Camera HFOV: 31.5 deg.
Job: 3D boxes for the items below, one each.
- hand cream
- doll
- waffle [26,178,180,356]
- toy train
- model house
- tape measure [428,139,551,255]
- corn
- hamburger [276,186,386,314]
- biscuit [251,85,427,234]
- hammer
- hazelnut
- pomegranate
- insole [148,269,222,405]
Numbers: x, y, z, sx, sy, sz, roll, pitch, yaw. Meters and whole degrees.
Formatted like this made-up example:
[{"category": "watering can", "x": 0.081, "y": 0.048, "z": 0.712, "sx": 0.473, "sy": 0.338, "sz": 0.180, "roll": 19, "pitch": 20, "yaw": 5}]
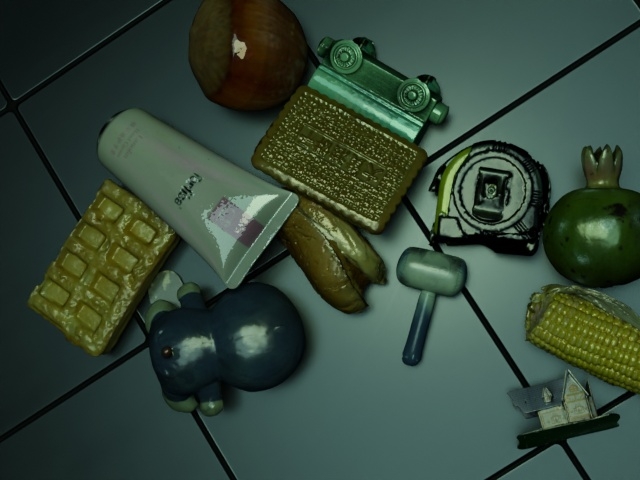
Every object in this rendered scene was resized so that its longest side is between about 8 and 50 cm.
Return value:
[{"category": "hand cream", "x": -0.219, "y": -0.089, "z": 1.885, "sx": 0.359, "sy": 0.118, "sz": 0.185, "roll": 36, "pitch": 88, "yaw": 23}, {"category": "doll", "x": -0.156, "y": 0.167, "z": 1.875, "sx": 0.258, "sy": 0.154, "sz": 0.228, "roll": -12, "pitch": 77, "yaw": -4}, {"category": "waffle", "x": -0.370, "y": 0.049, "z": 1.957, "sx": 0.168, "sy": 0.057, "sz": 0.274, "roll": 32, "pitch": 91, "yaw": 15}, {"category": "toy train", "x": 0.086, "y": -0.238, "z": 1.900, "sx": 0.248, "sy": 0.101, "sz": 0.159, "roll": 33, "pitch": 107, "yaw": 11}, {"category": "model house", "x": 0.381, "y": 0.265, "z": 1.802, "sx": 0.167, "sy": 0.117, "sz": 0.088, "roll": -16, "pitch": 66, "yaw": 9}, {"category": "tape measure", "x": 0.273, "y": -0.072, "z": 1.841, "sx": 0.199, "sy": 0.112, "sz": 0.186, "roll": 6, "pitch": 84, "yaw": 9}, {"category": "corn", "x": 0.466, "y": 0.164, "z": 1.780, "sx": 0.305, "sy": 0.123, "sz": 0.122, "roll": 24, "pitch": 86, "yaw": 9}, {"category": "hamburger", "x": 0.000, "y": 0.000, "z": 1.870, "sx": 0.124, "sy": 0.131, "sz": 0.262, "roll": -40, "pitch": 75, "yaw": 4}, {"category": "biscuit", "x": 0.029, "y": -0.136, "z": 1.837, "sx": 0.254, "sy": 0.029, "sz": 0.172, "roll": 29, "pitch": 75, "yaw": 11}, {"category": "hammer", "x": 0.167, "y": 0.112, "z": 1.866, "sx": 0.116, "sy": 0.069, "sz": 0.194, "roll": 14, "pitch": 92, "yaw": 9}, {"category": "hazelnut", "x": -0.118, "y": -0.317, "z": 1.896, "sx": 0.214, "sy": 0.176, "sz": 0.214, "roll": -2, "pitch": 95, "yaw": -17}, {"category": "pomegranate", "x": 0.440, "y": -0.037, "z": 1.772, "sx": 0.187, "sy": 0.187, "sz": 0.225, "roll": 1, "pitch": 90, "yaw": 10}, {"category": "insole", "x": -0.234, "y": 0.169, "z": 1.952, "sx": 0.081, "sy": 0.011, "sz": 0.248, "roll": -22, "pitch": 81, "yaw": 4}]
